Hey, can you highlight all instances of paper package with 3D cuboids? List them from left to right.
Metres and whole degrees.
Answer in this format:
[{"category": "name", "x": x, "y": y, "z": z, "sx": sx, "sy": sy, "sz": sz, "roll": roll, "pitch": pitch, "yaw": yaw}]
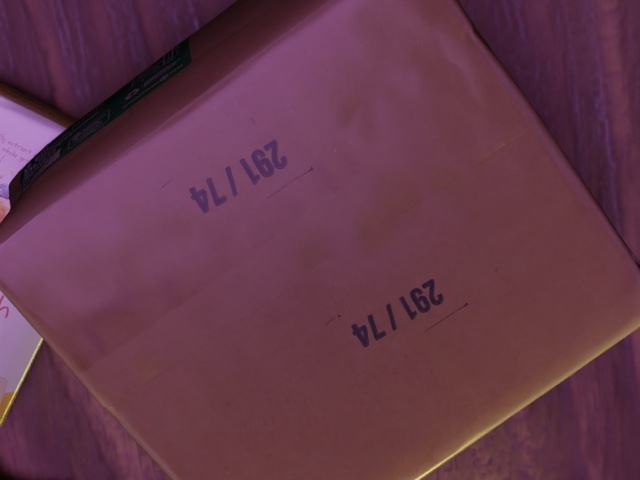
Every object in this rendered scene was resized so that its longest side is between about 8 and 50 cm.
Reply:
[{"category": "paper package", "x": 0.000, "y": 0.000, "z": 0.818, "sx": 0.324, "sy": 0.168, "sz": 0.309, "roll": -36, "pitch": 107, "yaw": 5}]

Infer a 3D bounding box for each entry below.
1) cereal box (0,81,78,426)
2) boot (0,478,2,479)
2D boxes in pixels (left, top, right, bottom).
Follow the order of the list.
[{"category": "cereal box", "x": -0.263, "y": 0.002, "z": 0.904, "sx": 0.173, "sy": 0.047, "sz": 0.240, "roll": 26, "pitch": 103, "yaw": -7}, {"category": "boot", "x": -0.225, "y": 0.207, "z": 0.964, "sx": 0.086, "sy": 0.042, "sz": 0.119, "roll": -10, "pitch": 105, "yaw": -3}]
